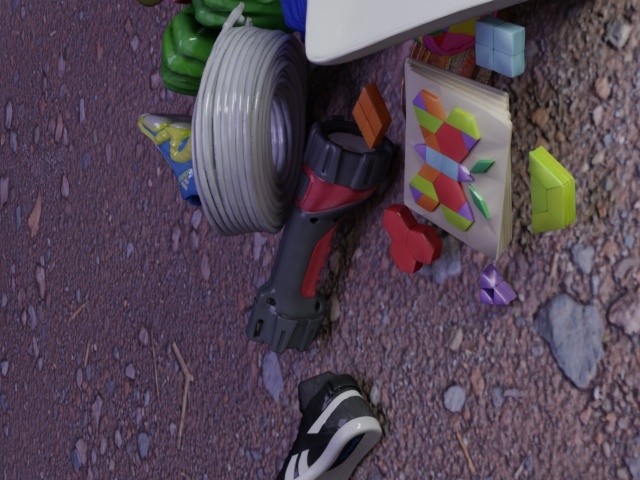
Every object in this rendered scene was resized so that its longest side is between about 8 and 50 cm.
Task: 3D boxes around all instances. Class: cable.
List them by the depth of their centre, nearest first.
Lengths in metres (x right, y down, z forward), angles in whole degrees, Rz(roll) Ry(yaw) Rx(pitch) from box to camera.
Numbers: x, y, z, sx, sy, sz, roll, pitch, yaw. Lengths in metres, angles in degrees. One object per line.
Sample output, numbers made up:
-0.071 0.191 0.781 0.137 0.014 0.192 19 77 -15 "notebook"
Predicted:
-0.080 -0.133 1.421 0.257 0.089 0.257 -70 -21 -50 "cable"

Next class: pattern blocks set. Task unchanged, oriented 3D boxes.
0.132 -0.079 1.144 0.285 0.026 0.324 21 132 48 "pattern blocks set"

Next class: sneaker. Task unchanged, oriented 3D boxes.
-0.007 0.246 1.448 0.217 0.079 0.121 -51 46 34 "sneaker"
-0.209 -0.121 1.735 0.240 0.091 0.126 22 110 54 "sneaker"

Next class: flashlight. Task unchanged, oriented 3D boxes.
0.000 0.000 1.415 0.103 0.103 0.304 27 123 17 "flashlight"

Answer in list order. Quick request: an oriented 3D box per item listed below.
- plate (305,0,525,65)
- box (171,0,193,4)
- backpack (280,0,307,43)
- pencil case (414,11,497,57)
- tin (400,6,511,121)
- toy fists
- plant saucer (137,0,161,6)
0.120 -0.282 1.079 0.278 0.045 0.277 -16 47 17 "plate"
-0.222 -0.435 1.693 0.257 0.123 0.128 33 119 43 "box"
0.024 -0.270 1.371 0.120 0.098 0.101 32 146 53 "backpack"
0.090 -0.279 1.199 0.236 0.104 0.104 45 127 46 "pencil case"
0.144 -0.197 1.236 0.106 0.040 0.189 54 132 48 "tin"
-0.125 -0.294 1.554 0.279 0.142 0.096 -46 53 47 "toy fists"
-0.290 -0.509 1.905 0.241 0.037 0.240 2 93 57 "plant saucer"
